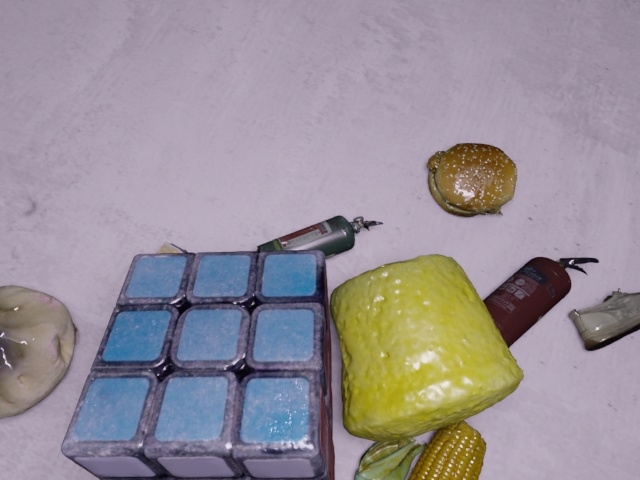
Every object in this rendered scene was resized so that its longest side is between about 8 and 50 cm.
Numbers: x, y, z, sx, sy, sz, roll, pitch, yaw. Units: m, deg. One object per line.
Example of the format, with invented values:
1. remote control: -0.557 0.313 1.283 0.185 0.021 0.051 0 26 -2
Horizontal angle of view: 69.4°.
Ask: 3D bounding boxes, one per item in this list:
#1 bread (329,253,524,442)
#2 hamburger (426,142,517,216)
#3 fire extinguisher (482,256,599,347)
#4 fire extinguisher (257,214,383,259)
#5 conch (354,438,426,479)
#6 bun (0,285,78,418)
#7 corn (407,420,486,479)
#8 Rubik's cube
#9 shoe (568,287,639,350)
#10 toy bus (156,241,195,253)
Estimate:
1. bread: 0.179 0.214 0.913 0.349 0.348 0.307 -14 63 -9
2. hamburger: 0.372 -0.157 1.157 0.215 0.122 0.189 10 73 2
3. fire extinguisher: 0.475 0.134 1.059 0.337 0.135 0.114 -37 113 -15
4. fire extinguisher: 0.000 0.000 1.091 0.295 0.118 0.093 -21 109 -11
5. conch: 0.126 0.470 0.947 0.095 0.079 0.201 33 54 21
6. bun: -0.646 0.215 0.932 0.273 0.168 0.272 0 76 2
7. corn: 0.219 0.513 0.890 0.131 0.131 0.344 33 56 7
8. Rubik's cube: -0.134 0.219 0.700 0.301 0.303 0.305 -2 46 2
9. shoe: 0.718 0.163 1.086 0.275 0.103 0.098 -20 60 -13
10. toy bus: -0.263 0.113 1.036 0.268 0.092 0.106 39 81 9
